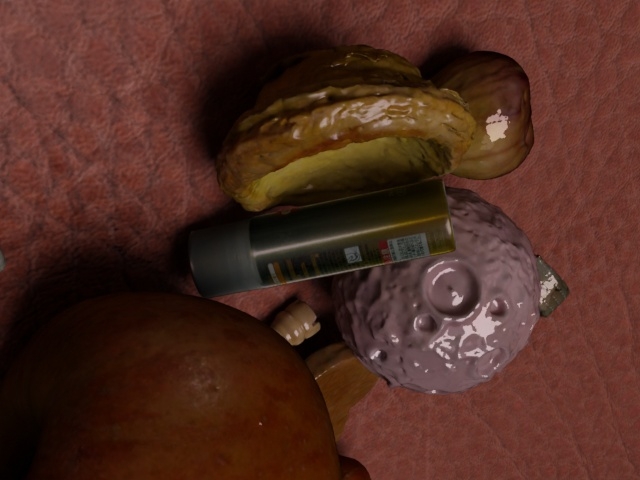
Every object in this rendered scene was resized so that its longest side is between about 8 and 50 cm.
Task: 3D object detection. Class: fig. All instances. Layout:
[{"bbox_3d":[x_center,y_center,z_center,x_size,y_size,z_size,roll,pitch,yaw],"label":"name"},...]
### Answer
[{"bbox_3d":[0.155,-0.126,1.055,0.230,0.143,0.160,-33,143,-17],"label":"fig"}]

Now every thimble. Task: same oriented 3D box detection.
[{"bbox_3d":[0.333,0.067,1.374,0.062,0.084,0.110,-48,139,0],"label":"thimble"}]

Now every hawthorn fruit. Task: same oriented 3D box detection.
[{"bbox_3d":[0.023,0.374,1.328,0.140,0.125,0.125,-49,155,-60],"label":"hawthorn fruit"}]

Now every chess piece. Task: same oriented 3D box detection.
[{"bbox_3d":[-0.060,0.128,1.122,0.122,0.066,0.066,-32,134,-21],"label":"chess piece"}]

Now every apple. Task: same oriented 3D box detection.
[{"bbox_3d":[-0.158,0.250,0.891,0.333,0.400,0.400,21,105,-31],"label":"apple"}]

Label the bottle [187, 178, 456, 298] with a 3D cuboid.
[{"bbox_3d":[0.000,0.000,0.971,0.286,0.082,0.082,-12,133,8],"label":"bottle"}]

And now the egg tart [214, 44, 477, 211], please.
[{"bbox_3d":[0.021,-0.118,0.920,0.294,0.294,0.123,-2,77,-38],"label":"egg tart"}]

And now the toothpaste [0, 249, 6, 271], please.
[{"bbox_3d":[-0.341,-0.068,0.785,0.067,0.037,0.255,-29,130,-19],"label":"toothpaste"}]

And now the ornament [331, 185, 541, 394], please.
[{"bbox_3d":[0.139,0.061,1.089,0.259,0.259,0.225,-43,179,-6],"label":"ornament"}]

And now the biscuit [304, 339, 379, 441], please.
[{"bbox_3d":[-0.071,0.270,1.201,0.376,0.051,0.269,-43,149,1],"label":"biscuit"}]
